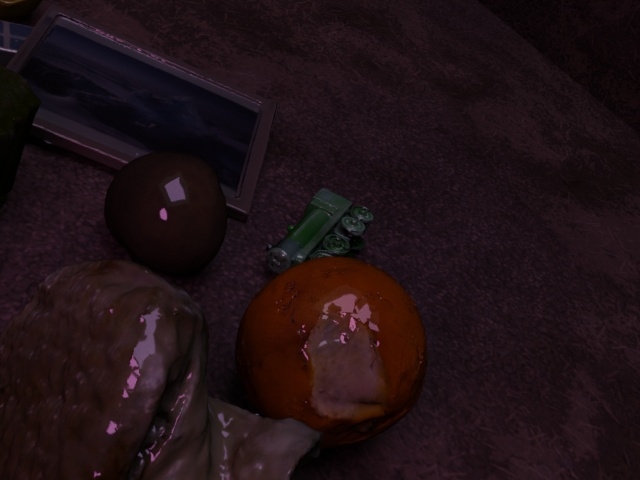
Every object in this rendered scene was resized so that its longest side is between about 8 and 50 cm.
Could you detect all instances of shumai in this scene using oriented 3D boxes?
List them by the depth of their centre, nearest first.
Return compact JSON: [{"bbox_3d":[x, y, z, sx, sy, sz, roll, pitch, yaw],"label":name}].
[{"bbox_3d":[-0.174,0.193,0.839,0.288,0.330,0.292,22,68,-41],"label":"shumai"}]

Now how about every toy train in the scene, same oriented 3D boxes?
[{"bbox_3d":[0.000,0.000,1.319,0.119,0.085,0.251,27,32,10],"label":"toy train"}]

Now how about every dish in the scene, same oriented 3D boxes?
[{"bbox_3d":[-0.584,-0.460,1.525,0.148,0.080,0.208,4,42,-24],"label":"dish"}]

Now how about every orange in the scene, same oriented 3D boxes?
[{"bbox_3d":[0.014,0.137,1.010,0.240,0.240,0.240,18,35,-13],"label":"orange"}]

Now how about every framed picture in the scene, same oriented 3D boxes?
[{"bbox_3d":[-0.299,-0.224,1.402,0.446,0.028,0.326,22,42,-13],"label":"framed picture"}]

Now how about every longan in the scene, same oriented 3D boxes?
[{"bbox_3d":[-0.213,-0.041,1.161,0.189,0.189,0.189,18,35,-13],"label":"longan"}]

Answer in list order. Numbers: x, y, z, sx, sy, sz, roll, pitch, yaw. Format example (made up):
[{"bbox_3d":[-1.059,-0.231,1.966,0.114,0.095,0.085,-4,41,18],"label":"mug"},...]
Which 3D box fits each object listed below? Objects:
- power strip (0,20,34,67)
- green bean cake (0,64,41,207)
[{"bbox_3d":[-0.503,-0.332,1.443,0.367,0.043,0.106,6,39,-28],"label":"power strip"},{"bbox_3d":[-0.541,-0.120,1.014,0.335,0.218,0.319,26,26,-12],"label":"green bean cake"}]
